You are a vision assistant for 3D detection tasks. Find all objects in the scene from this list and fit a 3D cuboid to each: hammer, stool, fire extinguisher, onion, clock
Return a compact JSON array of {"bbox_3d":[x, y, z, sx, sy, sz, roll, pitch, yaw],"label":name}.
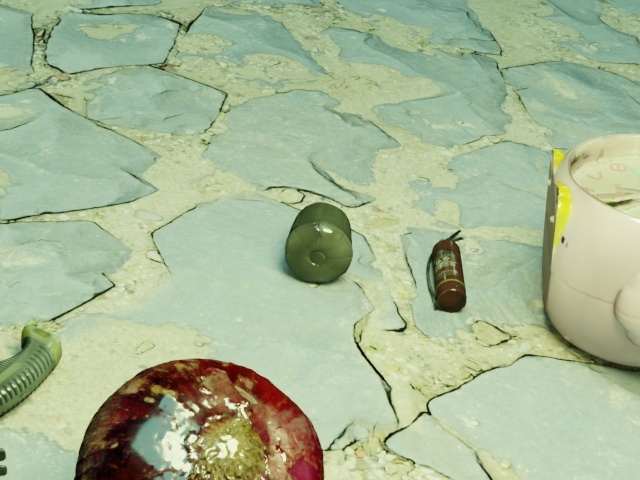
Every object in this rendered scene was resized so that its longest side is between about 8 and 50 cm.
[{"bbox_3d":[-0.370,0.175,1.202,0.158,0.041,0.226,21,34,17],"label":"hammer"},{"bbox_3d":[0.000,0.000,1.518,0.096,0.096,0.110,9,28,0],"label":"stool"},{"bbox_3d":[0.183,0.042,1.544,0.064,0.043,0.158,-29,27,19],"label":"fire extinguisher"},{"bbox_3d":[-0.118,0.236,1.038,0.246,0.190,0.246,17,44,-18],"label":"onion"},{"bbox_3d":[0.490,0.025,1.460,0.376,0.251,0.368,6,32,6],"label":"clock"}]
